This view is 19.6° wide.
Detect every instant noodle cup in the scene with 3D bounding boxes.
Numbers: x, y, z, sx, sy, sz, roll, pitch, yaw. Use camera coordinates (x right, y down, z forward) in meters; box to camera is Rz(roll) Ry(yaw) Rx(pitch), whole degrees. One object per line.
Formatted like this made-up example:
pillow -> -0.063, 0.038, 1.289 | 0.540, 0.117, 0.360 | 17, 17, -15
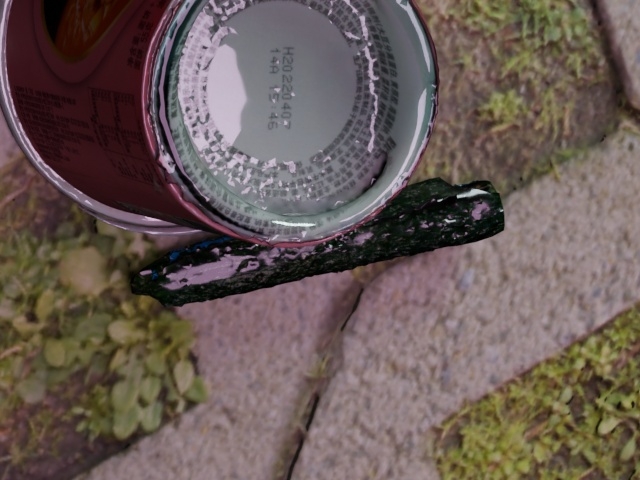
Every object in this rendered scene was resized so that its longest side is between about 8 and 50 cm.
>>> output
instant noodle cup -> -0.051, -0.097, 1.062 | 0.244, 0.255, 0.244 | -4, 101, -20

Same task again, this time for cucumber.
cucumber -> 0.000, 0.001, 1.214 | 0.257, 0.043, 0.044 | -13, 141, -16
